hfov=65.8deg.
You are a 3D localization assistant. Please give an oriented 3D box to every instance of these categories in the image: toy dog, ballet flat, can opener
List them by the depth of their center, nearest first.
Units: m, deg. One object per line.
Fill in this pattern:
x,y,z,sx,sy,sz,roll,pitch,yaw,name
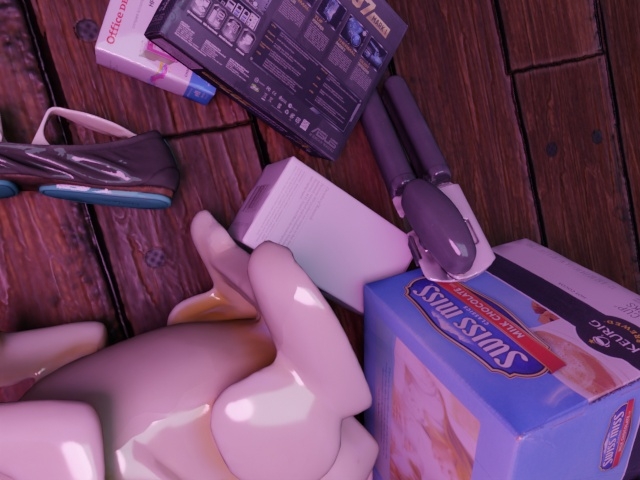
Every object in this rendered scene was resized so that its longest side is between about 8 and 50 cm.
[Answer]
-0.174,0.213,0.444,0.408,0.285,0.395,-34,121,-16,toy dog
-0.278,-0.078,0.467,0.281,0.095,0.096,-2,83,-32,ballet flat
0.106,-0.086,0.536,0.076,0.095,0.283,-15,62,-3,can opener

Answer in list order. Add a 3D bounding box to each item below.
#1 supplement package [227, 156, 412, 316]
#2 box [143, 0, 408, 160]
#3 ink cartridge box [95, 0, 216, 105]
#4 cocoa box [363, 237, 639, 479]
0.000,0.000,0.567,0.179,0.105,0.105,32,81,-19,supplement package
-0.033,-0.220,0.518,0.233,0.059,0.183,29,88,-38,box
-0.163,-0.210,0.522,0.123,0.052,0.088,17,86,-21,ink cartridge box
0.193,0.213,0.531,0.228,0.231,0.346,-14,119,-20,cocoa box
